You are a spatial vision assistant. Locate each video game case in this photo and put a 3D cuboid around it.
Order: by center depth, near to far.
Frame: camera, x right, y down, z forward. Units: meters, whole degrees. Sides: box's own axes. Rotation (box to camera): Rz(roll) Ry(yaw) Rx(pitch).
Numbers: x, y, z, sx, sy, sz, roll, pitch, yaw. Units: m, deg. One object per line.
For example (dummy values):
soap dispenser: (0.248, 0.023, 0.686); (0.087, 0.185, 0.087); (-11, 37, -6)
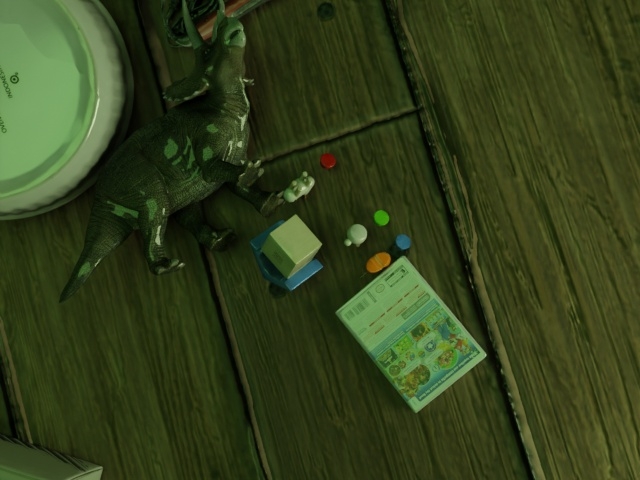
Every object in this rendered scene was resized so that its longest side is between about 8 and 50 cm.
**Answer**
video game case: (0.084, 0.088, 0.826); (0.087, 0.011, 0.122); (-40, 79, 7)

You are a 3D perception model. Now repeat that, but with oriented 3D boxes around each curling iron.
curling iron: (-0.044, -0.274, 0.865); (0.274, 0.035, 0.068); (-27, 81, 10)

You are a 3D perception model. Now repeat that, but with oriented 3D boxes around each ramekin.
ramekin: (-0.312, -0.146, 0.818); (0.272, 0.127, 0.273); (-2, 99, -13)

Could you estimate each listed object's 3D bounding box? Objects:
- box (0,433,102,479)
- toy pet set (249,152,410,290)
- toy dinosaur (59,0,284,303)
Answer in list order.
box: (-0.369, 0.248, 0.877); (0.275, 0.094, 0.113); (14, 90, 13)
toy pet set: (0.000, 0.000, 0.839); (0.114, 0.065, 0.122); (-37, 81, -27)
toy dinosaur: (-0.142, -0.064, 0.852); (0.313, 0.121, 0.160); (-47, 66, 11)
